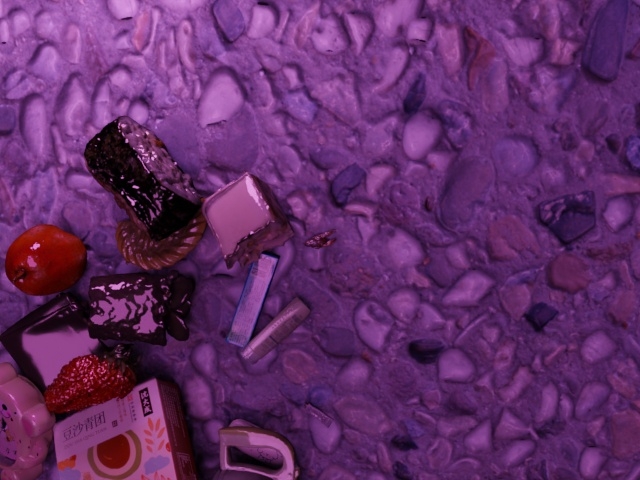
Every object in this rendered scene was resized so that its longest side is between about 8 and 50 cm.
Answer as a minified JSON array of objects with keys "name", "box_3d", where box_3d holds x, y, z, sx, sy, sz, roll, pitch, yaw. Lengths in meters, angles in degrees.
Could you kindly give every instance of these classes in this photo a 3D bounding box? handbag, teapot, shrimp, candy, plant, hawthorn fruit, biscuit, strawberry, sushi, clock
[{"name":"handbag","box_3d":[-0.697,0.305,1.838,0.257,0.113,0.285,-34,93,10]},{"name":"teapot","box_3d":[-0.159,0.671,1.777,0.239,0.239,0.321,-6,62,8]},{"name":"shrimp","box_3d":[0.003,0.002,1.754,0.092,0.029,0.038,-24,94,6]},{"name":"candy","box_3d":[-0.189,-0.050,1.693,0.185,0.137,0.195,-34,71,7]},{"name":"plant","box_3d":[-0.468,0.170,1.756,0.276,0.188,0.199,0,93,-13]},{"name":"hawthorn fruit","box_3d":[-0.733,0.064,1.752,0.196,0.225,0.196,5,109,14]},{"name":"biscuit","box_3d":[-0.411,-0.012,1.748,0.273,0.036,0.187,-20,60,7]},{"name":"strawberry","box_3d":[-0.580,0.377,1.719,0.286,0.188,0.106,-34,49,11]},{"name":"sushi","box_3d":[-0.446,-0.153,1.672,0.171,0.211,0.350,-46,68,12]},{"name":"clock","box_3d":[-0.850,0.502,1.829,0.284,0.114,0.309,42,124,15]}]

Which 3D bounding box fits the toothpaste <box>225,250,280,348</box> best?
[{"name":"toothpaste","box_3d":[-0.181,0.154,1.787,0.065,0.050,0.266,20,100,1]}]

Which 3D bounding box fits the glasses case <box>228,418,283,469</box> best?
[{"name":"glasses case","box_3d":[-0.168,0.562,1.848,0.197,0.049,0.076,29,102,1]}]

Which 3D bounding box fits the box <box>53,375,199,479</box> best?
[{"name":"box","box_3d":[-0.509,0.610,1.764,0.344,0.122,0.385,-26,61,11]}]

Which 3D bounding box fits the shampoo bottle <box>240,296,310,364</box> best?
[{"name":"shampoo bottle","box_3d":[-0.119,0.239,1.767,0.212,0.049,0.072,-41,134,-2]}]

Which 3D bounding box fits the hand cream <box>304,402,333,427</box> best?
[{"name":"hand cream","box_3d":[-0.007,0.477,1.833,0.093,0.019,0.030,37,102,-2]}]
